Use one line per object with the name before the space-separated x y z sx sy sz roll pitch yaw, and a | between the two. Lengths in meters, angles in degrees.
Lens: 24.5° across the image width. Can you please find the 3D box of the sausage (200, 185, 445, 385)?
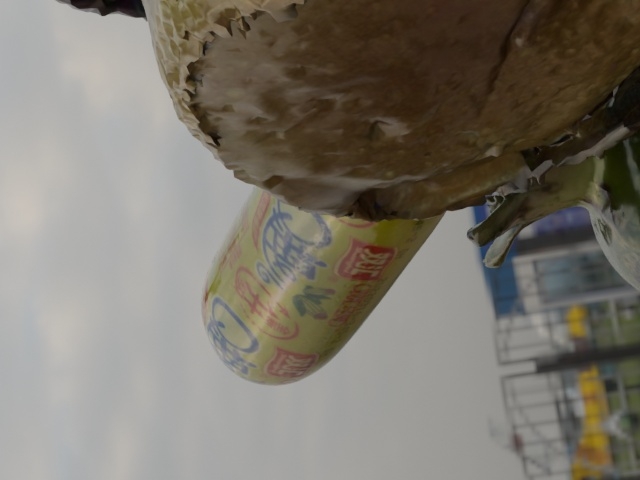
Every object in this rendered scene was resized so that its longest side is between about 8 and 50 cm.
sausage | 0.000 0.000 1.059 0.347 0.123 0.123 123 152 -48

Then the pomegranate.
pomegranate | 0.162 -0.037 0.677 0.148 0.169 0.148 7 -90 -74

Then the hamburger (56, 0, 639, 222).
hamburger | 0.050 -0.149 0.509 0.277 0.318 0.195 10 -126 -48
